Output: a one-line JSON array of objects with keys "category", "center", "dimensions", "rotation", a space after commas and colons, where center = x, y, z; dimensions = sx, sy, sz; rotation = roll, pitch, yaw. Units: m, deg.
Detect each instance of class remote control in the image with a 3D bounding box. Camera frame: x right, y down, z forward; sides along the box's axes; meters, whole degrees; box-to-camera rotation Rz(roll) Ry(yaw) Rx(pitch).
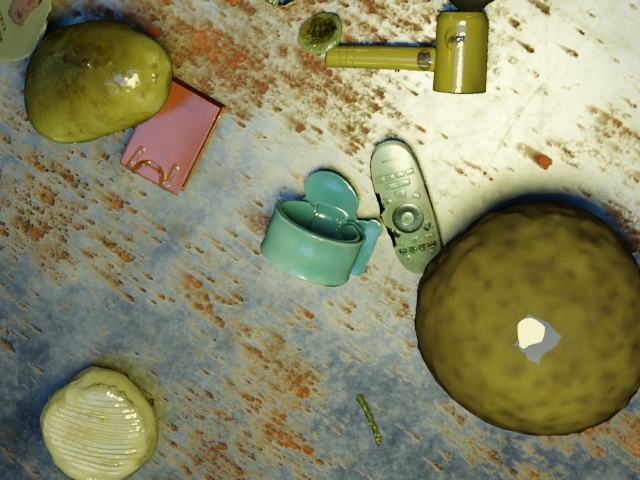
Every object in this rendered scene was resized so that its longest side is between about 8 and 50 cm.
[{"category": "remote control", "center": [0.153, -0.059, 1.716], "dimensions": [0.097, 0.045, 0.256], "rotation": [-11, 107, 15]}]

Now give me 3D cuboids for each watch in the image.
[{"category": "watch", "center": [0.000, 0.000, 1.684], "dimensions": [0.211, 0.193, 0.211], "rotation": [4, 108, 12]}]

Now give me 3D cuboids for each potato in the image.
[{"category": "potato", "center": [-0.389, -0.279, 1.673], "dimensions": [0.307, 0.173, 0.210], "rotation": [-5, 77, 31]}]

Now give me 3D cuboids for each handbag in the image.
[{"category": "handbag", "center": [-0.272, -0.192, 1.752], "dimensions": [0.127, 0.063, 0.190], "rotation": [30, 107, 1]}]

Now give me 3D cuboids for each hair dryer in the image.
[{"category": "hair dryer", "center": [0.144, -0.323, 1.624], "dimensions": [0.278, 0.090, 0.135], "rotation": [5, 108, 16]}]

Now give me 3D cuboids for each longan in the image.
[{"category": "longan", "center": [0.348, 0.125, 1.566], "dimensions": [0.391, 0.391, 0.391], "rotation": [3, 107, 10]}]

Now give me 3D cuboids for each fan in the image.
[{"category": "fan", "center": [-0.495, -0.442, 1.695], "dimensions": [0.310, 0.010, 0.182], "rotation": [-29, 74, 27]}]

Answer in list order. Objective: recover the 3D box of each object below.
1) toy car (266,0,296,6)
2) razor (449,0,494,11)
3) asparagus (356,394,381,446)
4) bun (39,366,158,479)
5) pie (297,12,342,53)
[{"category": "toy car", "center": [-0.116, -0.479, 1.636], "dimensions": [0.205, 0.056, 0.095], "rotation": [30, 110, 5]}, {"category": "razor", "center": [0.198, -0.537, 1.511], "dimensions": [0.204, 0.113, 0.349], "rotation": [-43, 95, -3]}, {"category": "asparagus", "center": [0.097, 0.352, 1.865], "dimensions": [0.015, 0.014, 0.114], "rotation": [-12, 106, 49]}, {"category": "bun", "center": [-0.438, 0.370, 1.909], "dimensions": [0.239, 0.141, 0.239], "rotation": [1, 106, 4]}, {"category": "pie", "center": [-0.002, -0.357, 1.653], "dimensions": [0.085, 0.017, 0.085], "rotation": [-9, 67, 22]}]
